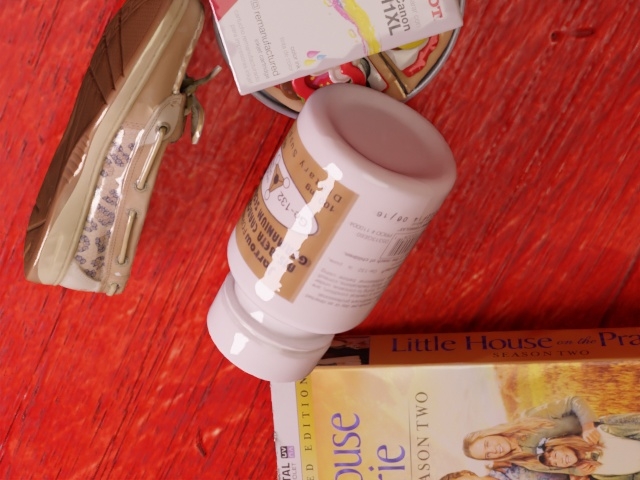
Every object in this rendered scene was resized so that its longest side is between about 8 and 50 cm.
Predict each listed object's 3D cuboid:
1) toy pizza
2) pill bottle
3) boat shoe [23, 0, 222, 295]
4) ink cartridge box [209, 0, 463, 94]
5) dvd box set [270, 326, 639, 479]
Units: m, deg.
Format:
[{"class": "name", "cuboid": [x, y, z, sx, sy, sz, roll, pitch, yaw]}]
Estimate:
[{"class": "toy pizza", "cuboid": [0.017, -0.181, 1.166, 0.201, 0.032, 0.201, -4, 117, -7]}, {"class": "pill bottle", "cuboid": [0.000, 0.000, 1.192, 0.131, 0.131, 0.229, 20, 124, -18]}, {"class": "boat shoe", "cuboid": [-0.147, -0.079, 1.161, 0.089, 0.104, 0.285, 17, 123, -22]}, {"class": "ink cartridge box", "cuboid": [0.003, -0.198, 1.096, 0.175, 0.072, 0.127, -18, 112, 0]}, {"class": "dvd box set", "cuboid": [0.173, 0.223, 1.336, 0.421, 0.062, 0.307, -1, 116, 4]}]
